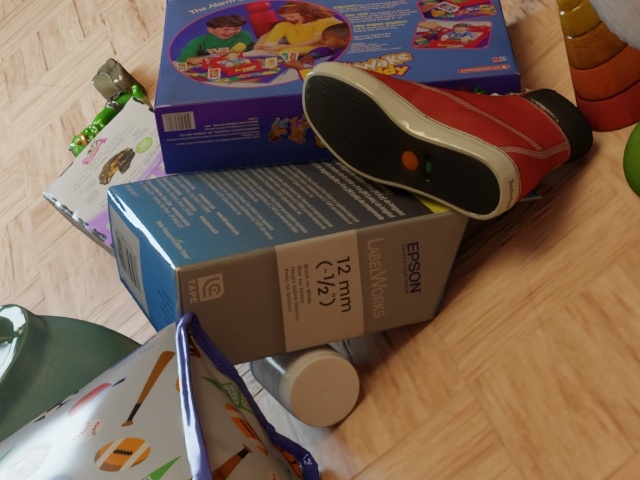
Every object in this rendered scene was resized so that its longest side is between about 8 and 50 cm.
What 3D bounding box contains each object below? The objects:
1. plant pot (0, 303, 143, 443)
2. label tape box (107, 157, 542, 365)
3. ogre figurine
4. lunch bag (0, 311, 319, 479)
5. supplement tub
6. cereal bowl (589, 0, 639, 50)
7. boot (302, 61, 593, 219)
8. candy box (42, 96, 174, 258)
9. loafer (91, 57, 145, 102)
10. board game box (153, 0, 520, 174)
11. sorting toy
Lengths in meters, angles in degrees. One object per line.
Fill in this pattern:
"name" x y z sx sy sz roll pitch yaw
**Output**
"plant pot" -0.286 0.186 1.660 0.293 0.196 0.293 -32 29 21
"label tape box" 0.000 0.000 1.590 0.348 0.115 0.249 -10 21 -18
"ogre figurine" -0.244 -0.119 2.141 0.118 0.097 0.197 -36 59 -11
"lunch bag" -0.157 0.292 1.309 0.328 0.239 0.385 -37 21 8
"supplement tub" -0.016 0.119 1.533 0.071 0.071 0.107 -46 27 -4
"cereal bowl" 0.380 -0.237 1.374 0.339 0.141 0.339 -19 27 10
"boot" 0.118 -0.115 1.555 0.244 0.088 0.176 29 41 29
"candy box" -0.206 -0.060 1.976 0.165 0.070 0.196 -48 44 -8
"loafer" -0.285 -0.217 2.370 0.050 0.056 0.148 -45 18 -2
"board game box" 0.015 -0.175 1.705 0.347 0.078 0.233 -5 34 2
"sorting toy" 0.276 -0.129 1.432 0.127 0.126 0.365 -39 27 9
